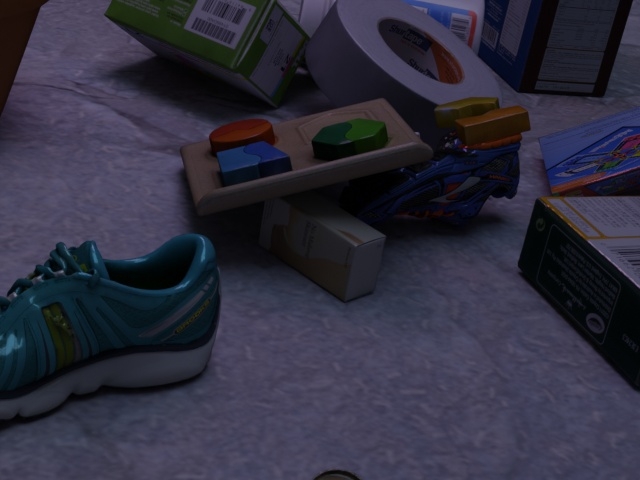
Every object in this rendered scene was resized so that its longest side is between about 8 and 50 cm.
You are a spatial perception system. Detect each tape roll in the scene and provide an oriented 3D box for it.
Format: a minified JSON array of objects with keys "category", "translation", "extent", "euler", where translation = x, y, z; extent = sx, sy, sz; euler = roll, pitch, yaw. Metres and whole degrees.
[{"category":"tape roll","translation":[0.094,-0.185,1.492],"extent":[0.219,0.072,0.219],"euler":[25,32,-17]}]

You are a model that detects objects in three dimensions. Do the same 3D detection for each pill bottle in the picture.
[{"category":"pill bottle","translation":[0.084,-0.269,1.674],"extent":[0.221,0.124,0.124],"euler":[10,27,-4]}]

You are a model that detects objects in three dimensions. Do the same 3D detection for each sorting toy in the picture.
[{"category":"sorting toy","translation":[0.024,-0.100,1.245],"extent":[0.307,0.041,0.229],"euler":[-14,18,-5]}]

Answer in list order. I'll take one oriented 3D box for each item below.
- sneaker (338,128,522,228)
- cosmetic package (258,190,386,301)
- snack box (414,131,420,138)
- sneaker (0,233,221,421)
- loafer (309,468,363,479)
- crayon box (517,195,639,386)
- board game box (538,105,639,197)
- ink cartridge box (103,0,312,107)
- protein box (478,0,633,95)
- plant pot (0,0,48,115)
[{"category":"sneaker","translation":[0.116,-0.048,1.309],"extent":[0.221,0.087,0.083],"euler":[-22,17,-24]},{"category":"cosmetic package","translation":[0.000,0.000,1.190],"extent":[0.041,0.060,0.115],"euler":[-18,38,-42]},{"category":"snack box","translation":[0.023,-0.097,1.348],"extent":[0.064,0.022,0.178],"euler":[-23,20,-28]},{"category":"sneaker","translation":[-0.193,0.050,0.958],"extent":[0.275,0.110,0.107],"euler":[-11,35,-37]},{"category":"loafer","translation":[0.007,0.186,0.842],"extent":[0.056,0.050,0.148],"euler":[14,27,3]},{"category":"crayon box","translation":[0.375,0.037,1.247],"extent":[0.322,0.083,0.203],"euler":[-2,30,-25]},{"category":"board game box","translation":[0.380,-0.114,1.444],"extent":[0.281,0.027,0.145],"euler":[-17,25,12]},{"category":"ink cartridge box","translation":[-0.101,-0.225,1.565],"extent":[0.188,0.097,0.255],"euler":[25,-4,25]},{"category":"protein box","translation":[0.302,-0.326,1.785],"extent":[0.136,0.201,0.200],"euler":[1,29,-21]},{"category":"plant pot","translation":[-0.400,-0.221,1.295],"extent":[0.290,0.204,0.291],"euler":[9,27,-5]}]
